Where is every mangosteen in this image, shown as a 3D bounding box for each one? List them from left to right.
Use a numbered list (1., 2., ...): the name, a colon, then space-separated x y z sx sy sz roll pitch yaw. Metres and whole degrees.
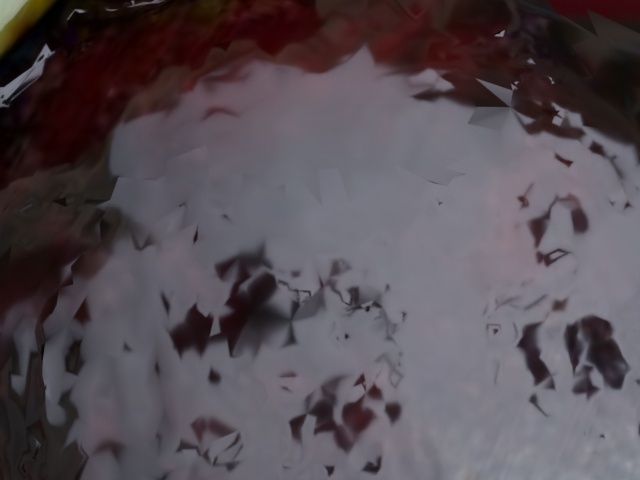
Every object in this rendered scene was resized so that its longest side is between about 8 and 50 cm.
1. mangosteen: 0.000 0.000 0.474 0.306 0.306 0.359 -15 105 -25
